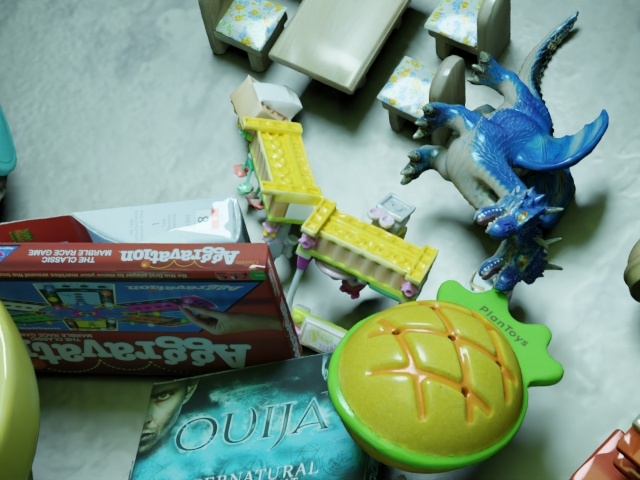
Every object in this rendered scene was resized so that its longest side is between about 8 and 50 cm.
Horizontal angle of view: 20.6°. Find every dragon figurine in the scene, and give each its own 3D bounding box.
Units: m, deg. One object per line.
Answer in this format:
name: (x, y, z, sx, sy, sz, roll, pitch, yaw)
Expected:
dragon figurine: (0.158, -0.065, 1.305, 0.144, 0.085, 0.289, 31, 40, 17)

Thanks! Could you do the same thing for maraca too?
maraca: (0.083, 0.086, 1.160, 0.127, 0.099, 0.186, 42, 45, 17)

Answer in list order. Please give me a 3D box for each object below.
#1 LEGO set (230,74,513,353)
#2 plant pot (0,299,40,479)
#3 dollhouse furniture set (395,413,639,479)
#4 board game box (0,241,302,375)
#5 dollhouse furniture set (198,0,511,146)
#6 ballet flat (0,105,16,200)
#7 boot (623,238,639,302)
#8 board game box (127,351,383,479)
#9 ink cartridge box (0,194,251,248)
LEGO set: (0.000, 0.000, 1.318, 0.287, 0.107, 0.132, 39, 39, 26)
plant pot: (-0.301, 0.142, 1.182, 0.254, 0.239, 0.254, -2, 64, 4)
dollhouse furniture set: (0.144, 0.243, 1.143, 0.262, 0.135, 0.259, 40, 74, 21)
board game box: (-0.163, 0.050, 1.253, 0.281, 0.145, 0.027, 0, 57, 11)
dollhouse furniture set: (0.049, -0.233, 1.369, 0.212, 0.161, 0.242, 25, 69, 17)
ballet flat: (-0.373, -0.209, 1.421, 0.182, 0.164, 0.482, -25, 63, 19)
boot: (0.296, -0.096, 1.324, 0.236, 0.089, 0.269, -13, 63, -12)
board game box: (-0.043, 0.139, 1.223, 0.186, 0.026, 0.126, -12, 44, 22)
ink cartridge box: (-0.136, 0.025, 1.273, 0.179, 0.145, 0.045, -9, 63, 2)
